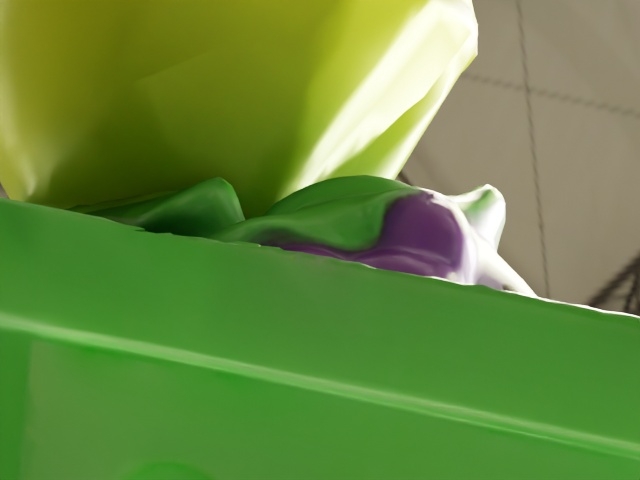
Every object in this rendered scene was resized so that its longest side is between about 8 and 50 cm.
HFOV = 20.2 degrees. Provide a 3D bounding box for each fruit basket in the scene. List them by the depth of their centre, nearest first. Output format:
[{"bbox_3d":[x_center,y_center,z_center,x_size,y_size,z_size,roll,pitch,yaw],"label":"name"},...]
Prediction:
[{"bbox_3d":[0.000,0.000,0.628,0.283,0.392,0.392,12,-116,-2],"label":"fruit basket"}]
